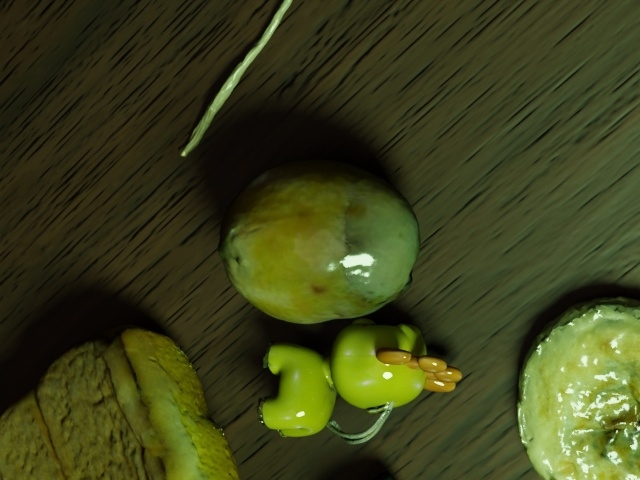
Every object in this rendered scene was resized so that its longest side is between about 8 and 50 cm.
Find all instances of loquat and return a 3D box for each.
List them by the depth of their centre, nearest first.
[{"bbox_3d":[0.000,0.000,1.700,0.227,0.179,0.179,-7,100,22],"label":"loquat"}]

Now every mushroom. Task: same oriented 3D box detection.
[{"bbox_3d":[-0.084,-0.200,1.767,0.286,0.028,0.026,-54,46,30],"label":"mushroom"}]

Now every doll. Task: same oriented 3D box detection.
[{"bbox_3d":[0.045,0.152,1.744,0.221,0.143,0.135,-7,66,24],"label":"doll"}]

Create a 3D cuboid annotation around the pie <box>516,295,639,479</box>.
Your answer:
[{"bbox_3d":[0.338,0.187,1.673,0.274,0.055,0.274,5,105,21],"label":"pie"}]

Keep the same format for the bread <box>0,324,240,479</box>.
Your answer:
[{"bbox_3d":[-0.245,0.301,1.848,0.328,0.148,0.337,-42,57,26],"label":"bread"}]

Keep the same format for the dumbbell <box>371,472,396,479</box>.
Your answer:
[{"bbox_3d":[0.098,0.366,1.788,0.100,0.100,0.191,-40,86,25],"label":"dumbbell"}]
